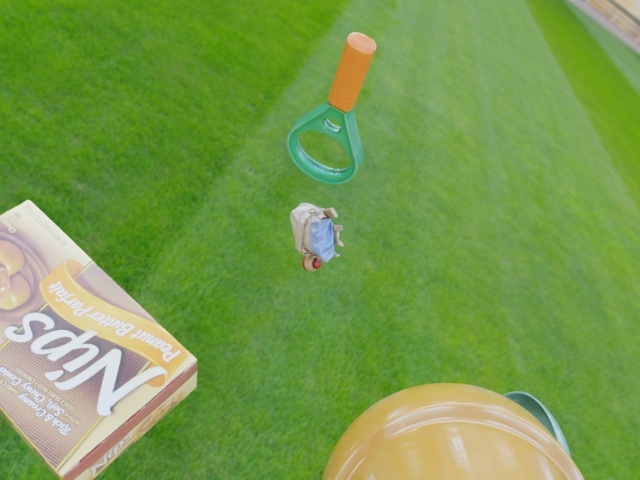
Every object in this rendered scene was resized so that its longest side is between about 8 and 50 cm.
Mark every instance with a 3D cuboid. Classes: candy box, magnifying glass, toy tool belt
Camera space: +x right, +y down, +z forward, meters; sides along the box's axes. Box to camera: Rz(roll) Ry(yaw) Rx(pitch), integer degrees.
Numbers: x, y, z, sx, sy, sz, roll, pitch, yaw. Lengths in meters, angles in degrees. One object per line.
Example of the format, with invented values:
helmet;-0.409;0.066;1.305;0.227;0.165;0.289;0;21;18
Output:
candy box;-0.320;0.113;0.754;0.316;0.087;0.183;40;58;15
magnifying glass;0.016;-0.132;0.691;0.092;0.231;0.026;28;60;2
toy tool belt;0.000;0.000;0.683;0.051;0.083;0.052;8;34;30

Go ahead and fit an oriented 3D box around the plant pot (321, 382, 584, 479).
plant pot;0.098;0.217;0.419;0.205;0.205;0.188;39;2;1

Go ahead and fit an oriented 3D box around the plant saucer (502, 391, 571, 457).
plant saucer;0.284;0.386;0.945;0.044;0.317;0.317;17;35;-9
